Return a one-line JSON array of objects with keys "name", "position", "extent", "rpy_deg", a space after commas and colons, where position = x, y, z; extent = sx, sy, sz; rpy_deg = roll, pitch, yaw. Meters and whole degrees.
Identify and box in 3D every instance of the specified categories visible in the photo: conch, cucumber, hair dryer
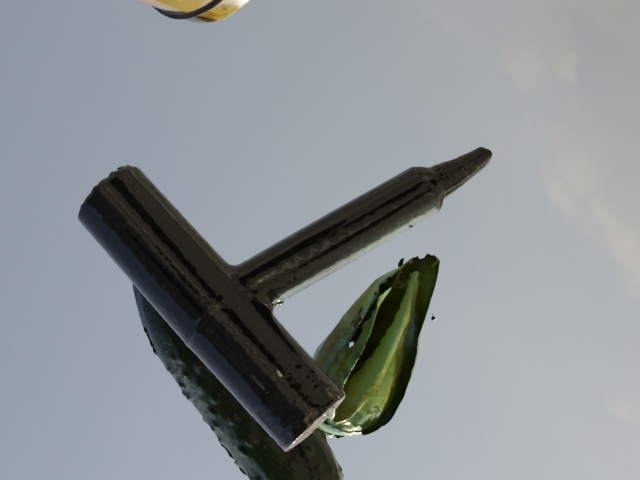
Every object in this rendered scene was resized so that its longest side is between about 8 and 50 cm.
[{"name": "conch", "position": [0.031, 0.100, 1.053], "extent": [0.079, 0.201, 0.095], "rpy_deg": [37, -139, 26]}, {"name": "cucumber", "position": [-0.049, 0.101, 0.856], "extent": [0.227, 0.069, 0.069], "rpy_deg": [56, -156, -5]}, {"name": "hair dryer", "position": [-0.006, -0.014, 0.716], "extent": [0.173, 0.195, 0.050], "rpy_deg": [46, 168, 7]}]

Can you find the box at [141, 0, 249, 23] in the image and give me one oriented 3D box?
[{"name": "box", "position": [-0.053, -0.149, 0.576], "extent": [0.037, 0.105, 0.106], "rpy_deg": [17, -140, -42]}]
